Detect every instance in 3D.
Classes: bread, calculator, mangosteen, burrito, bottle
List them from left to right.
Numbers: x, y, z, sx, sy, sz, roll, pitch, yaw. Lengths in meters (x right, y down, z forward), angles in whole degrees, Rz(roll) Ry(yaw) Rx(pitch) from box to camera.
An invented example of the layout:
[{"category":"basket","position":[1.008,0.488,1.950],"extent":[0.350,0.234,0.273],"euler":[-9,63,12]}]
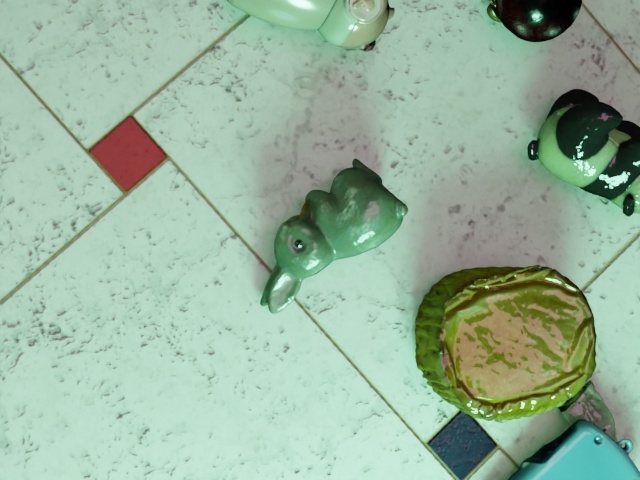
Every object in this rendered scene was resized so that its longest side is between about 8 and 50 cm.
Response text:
[{"category":"bottle","position":[-0.006,-0.363,1.635],"extent":[0.236,0.147,0.147],"euler":[25,82,-11]},{"category":"bread","position":[0.270,0.150,1.661],"extent":[0.253,0.142,0.227],"euler":[-6,89,-9]},{"category":"mangosteen","position":[0.320,-0.376,1.709],"extent":[0.152,0.152,0.152],"euler":[1,86,-11]},{"category":"calculator","position":[0.359,0.399,1.687],"extent":[0.293,0.051,0.173],"euler":[-42,96,-2]},{"category":"burrito","position":[0.424,0.282,1.731],"extent":[0.074,0.044,0.118],"euler":[-34,90,-15]}]

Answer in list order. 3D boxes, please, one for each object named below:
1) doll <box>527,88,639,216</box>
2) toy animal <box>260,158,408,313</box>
[{"category":"doll","position":[0.440,-0.132,1.719],"extent":[0.234,0.143,0.135],"euler":[28,106,-9]},{"category":"toy animal","position":[0.000,-0.001,1.625],"extent":[0.251,0.127,0.125],"euler":[-41,97,-7]}]
